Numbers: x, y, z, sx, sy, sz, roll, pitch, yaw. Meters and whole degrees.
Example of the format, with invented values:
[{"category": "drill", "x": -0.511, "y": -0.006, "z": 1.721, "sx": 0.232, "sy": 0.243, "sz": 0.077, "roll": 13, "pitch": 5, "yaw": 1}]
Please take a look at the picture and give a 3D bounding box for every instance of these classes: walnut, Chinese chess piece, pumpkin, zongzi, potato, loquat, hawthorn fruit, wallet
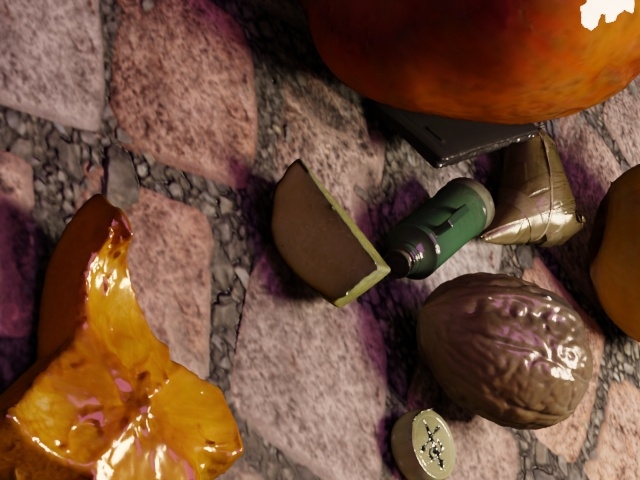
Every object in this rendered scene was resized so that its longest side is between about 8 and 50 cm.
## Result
[{"category": "walnut", "x": 0.204, "y": 0.121, "z": 1.840, "sx": 0.230, "sy": 0.178, "sz": 0.178, "roll": 26, "pitch": 51, "yaw": -27}, {"category": "Chinese chess piece", "x": 0.112, "y": 0.224, "z": 1.770, "sx": 0.084, "sy": 0.034, "sz": 0.084, "roll": 27, "pitch": 53, "yaw": -42}, {"category": "pumpkin", "x": -0.168, "y": 0.144, "z": 1.410, "sx": 0.258, "sy": 0.095, "sz": 0.290, "roll": 45, "pitch": 38, "yaw": -21}, {"category": "zongzi", "x": 0.237, "y": -0.081, "z": 2.069, "sx": 0.178, "sy": 0.081, "sz": 0.189, "roll": -2, "pitch": 67, "yaw": -42}, {"category": "potato", "x": 0.000, "y": 0.000, "z": 1.743, "sx": 0.149, "sy": 0.081, "sz": 0.120, "roll": 54, "pitch": 4, "yaw": 10}, {"category": "loquat", "x": 0.490, "y": 0.019, "z": 2.163, "sx": 0.275, "sy": 0.275, "sz": 0.274, "roll": 28, "pitch": 51, "yaw": -41}, {"category": "hawthorn fruit", "x": 0.200, "y": -0.340, "z": 1.843, "sx": 0.472, "sy": 0.472, "sz": 0.471, "roll": 28, "pitch": 51, "yaw": -41}, {"category": "wallet", "x": 0.166, "y": -0.151, "z": 2.007, "sx": 0.124, "sy": 0.025, "sz": 0.244, "roll": 41, "pitch": 32, "yaw": 21}]

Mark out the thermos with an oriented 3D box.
[{"category": "thermos", "x": 0.135, "y": -0.007, "z": 1.886, "sx": 0.188, "sy": 0.083, "sz": 0.073, "roll": -38, "pitch": 124, "yaw": -52}]
